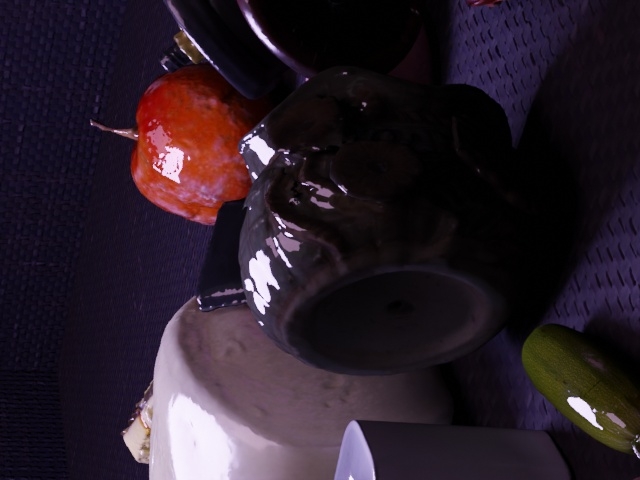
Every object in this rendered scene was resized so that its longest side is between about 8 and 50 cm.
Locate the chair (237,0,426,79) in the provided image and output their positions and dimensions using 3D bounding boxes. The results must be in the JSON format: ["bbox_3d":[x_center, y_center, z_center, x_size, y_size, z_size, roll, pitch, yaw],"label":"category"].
[{"bbox_3d":[0.070,-0.274,1.706,0.401,0.226,0.226,-24,64,58],"label":"chair"}]

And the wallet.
[{"bbox_3d":[0.000,0.001,1.984,0.030,0.285,0.146,53,-141,-46],"label":"wallet"}]

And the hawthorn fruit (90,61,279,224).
[{"bbox_3d":[-0.190,-0.142,2.634,0.242,0.272,0.242,-171,90,-76],"label":"hawthorn fruit"}]

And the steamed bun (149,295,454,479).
[{"bbox_3d":[-0.046,0.251,2.039,0.456,0.290,0.371,-122,37,-64],"label":"steamed bun"}]

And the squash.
[{"bbox_3d":[0.225,0.121,1.539,0.252,0.066,0.066,-138,52,-68],"label":"squash"}]

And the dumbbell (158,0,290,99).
[{"bbox_3d":[-0.016,-0.302,1.991,0.388,0.185,0.185,-36,35,11],"label":"dumbbell"}]

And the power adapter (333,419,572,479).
[{"bbox_3d":[0.080,0.260,1.679,0.124,0.255,0.187,-115,32,-63],"label":"power adapter"}]

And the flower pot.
[{"bbox_3d":[0.063,-0.022,1.742,0.302,0.302,0.213,115,155,-51],"label":"flower pot"}]

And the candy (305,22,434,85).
[{"bbox_3d":[0.051,-0.156,2.129,0.255,0.094,0.255,-177,90,-73],"label":"candy"}]

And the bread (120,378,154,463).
[{"bbox_3d":[-0.130,0.183,2.428,0.263,0.236,0.198,124,145,-60],"label":"bread"}]

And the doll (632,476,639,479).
[{"bbox_3d":[0.276,0.271,1.083,0.284,0.216,0.268,122,141,-55],"label":"doll"}]

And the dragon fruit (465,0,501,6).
[{"bbox_3d":[0.171,-0.270,1.812,0.060,0.056,0.083,-5,87,58],"label":"dragon fruit"}]
